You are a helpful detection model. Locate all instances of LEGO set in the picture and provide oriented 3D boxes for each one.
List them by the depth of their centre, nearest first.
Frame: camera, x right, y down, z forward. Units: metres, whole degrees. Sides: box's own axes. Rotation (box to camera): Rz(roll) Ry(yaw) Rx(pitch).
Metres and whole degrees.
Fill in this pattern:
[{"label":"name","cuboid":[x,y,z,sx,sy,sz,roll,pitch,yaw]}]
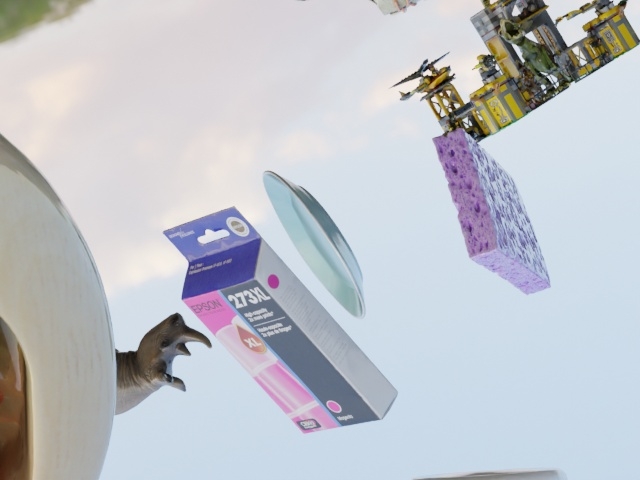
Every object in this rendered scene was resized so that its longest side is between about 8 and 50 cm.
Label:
[{"label":"LEGO set","cuboid":[0.271,-0.280,2.494,0.331,0.192,0.255,-32,-178,-15]}]

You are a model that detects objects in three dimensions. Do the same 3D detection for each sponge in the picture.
[{"label":"sponge","cuboid":[0.159,-0.022,1.585,0.031,0.117,0.210,-21,163,15]}]

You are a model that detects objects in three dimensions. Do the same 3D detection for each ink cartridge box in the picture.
[{"label":"ink cartridge box","cuboid":[-0.067,0.118,2.438,0.176,0.371,0.069,-17,-152,48]}]

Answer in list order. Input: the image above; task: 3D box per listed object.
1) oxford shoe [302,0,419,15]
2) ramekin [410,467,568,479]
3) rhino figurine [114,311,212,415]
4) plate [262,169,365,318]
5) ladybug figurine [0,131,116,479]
[{"label":"oxford shoe","cuboid":[0.143,-0.375,2.418,0.397,0.146,0.140,7,169,24]},{"label":"ramekin","cuboid":[0.259,0.424,2.676,0.277,0.135,0.277,-5,174,0]},{"label":"rhino figurine","cuboid":[-0.224,0.125,1.738,0.243,0.106,0.073,-10,159,9]},{"label":"plate","cuboid":[0.000,0.000,1.842,0.024,0.188,0.188,-34,-159,-10]},{"label":"ladybug figurine","cuboid":[-0.295,0.074,1.191,0.305,0.449,0.162,0,-147,-13]}]
